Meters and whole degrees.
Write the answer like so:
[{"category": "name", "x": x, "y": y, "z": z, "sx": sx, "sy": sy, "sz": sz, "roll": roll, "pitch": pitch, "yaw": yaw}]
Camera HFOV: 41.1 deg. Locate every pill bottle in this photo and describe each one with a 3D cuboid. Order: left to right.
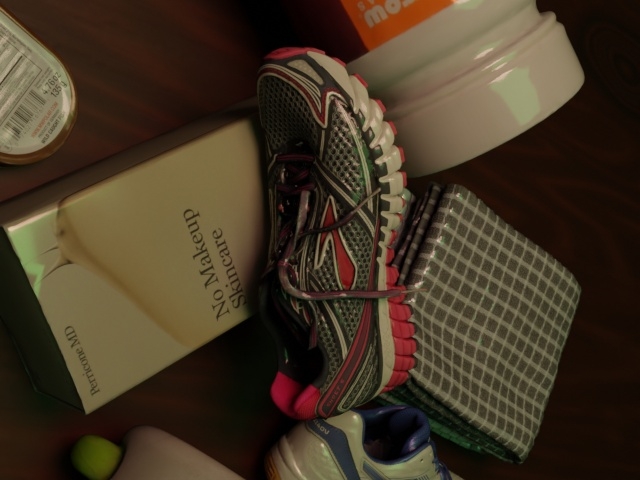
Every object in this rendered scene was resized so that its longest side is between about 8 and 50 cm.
[{"category": "pill bottle", "x": 0.055, "y": -0.267, "z": 0.732, "sx": 0.224, "sy": 0.224, "sz": 0.392, "roll": -38, "pitch": 104, "yaw": -31}]

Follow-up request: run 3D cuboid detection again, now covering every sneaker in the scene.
[{"category": "sneaker", "x": 0.000, "y": 0.000, "z": 0.668, "sx": 0.112, "sy": 0.120, "sz": 0.299, "roll": -21, "pitch": 106, "yaw": -35}, {"category": "sneaker", "x": 0.089, "y": 0.239, "z": 0.872, "sx": 0.296, "sy": 0.112, "sz": 0.131, "roll": 25, "pitch": 111, "yaw": -38}]

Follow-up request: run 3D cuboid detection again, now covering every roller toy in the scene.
[{"category": "roller toy", "x": -0.110, "y": 0.256, "z": 0.686, "sx": 0.146, "sy": 0.209, "sz": 0.191, "roll": -57, "pitch": 139, "yaw": -20}]

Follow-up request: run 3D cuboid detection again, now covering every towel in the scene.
[{"category": "towel", "x": 0.162, "y": 0.094, "z": 0.944, "sx": 0.283, "sy": 0.121, "sz": 0.235, "roll": 35, "pitch": 71, "yaw": -35}]

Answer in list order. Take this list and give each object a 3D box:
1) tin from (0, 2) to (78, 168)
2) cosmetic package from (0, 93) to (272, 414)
[{"category": "tin", "x": -0.267, "y": -0.134, "z": 0.642, "sx": 0.189, "sy": 0.040, "sz": 0.106, "roll": 42, "pitch": 63, "yaw": -32}, {"category": "cosmetic package", "x": -0.115, "y": -0.007, "z": 0.722, "sx": 0.309, "sy": 0.113, "sz": 0.160, "roll": -32, "pitch": 112, "yaw": -34}]
